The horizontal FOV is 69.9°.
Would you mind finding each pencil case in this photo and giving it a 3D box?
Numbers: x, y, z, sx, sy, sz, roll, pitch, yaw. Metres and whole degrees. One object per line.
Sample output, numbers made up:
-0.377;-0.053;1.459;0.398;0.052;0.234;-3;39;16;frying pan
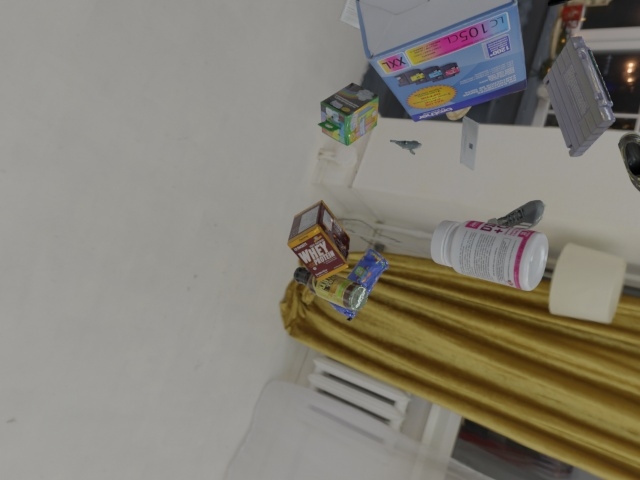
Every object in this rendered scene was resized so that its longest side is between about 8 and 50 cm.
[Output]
0.166;0.183;1.912;0.306;0.133;0.119;-53;134;-6;pencil case

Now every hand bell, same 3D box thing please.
0.402;-0.524;1.574;0.242;0.126;0.126;21;83;-29;hand bell

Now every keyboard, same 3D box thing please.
0.577;-0.371;1.775;0.014;0.072;0.256;-43;148;-15;keyboard

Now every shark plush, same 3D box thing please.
0.445;-0.509;2.378;0.073;0.161;0.067;-64;173;1;shark plush

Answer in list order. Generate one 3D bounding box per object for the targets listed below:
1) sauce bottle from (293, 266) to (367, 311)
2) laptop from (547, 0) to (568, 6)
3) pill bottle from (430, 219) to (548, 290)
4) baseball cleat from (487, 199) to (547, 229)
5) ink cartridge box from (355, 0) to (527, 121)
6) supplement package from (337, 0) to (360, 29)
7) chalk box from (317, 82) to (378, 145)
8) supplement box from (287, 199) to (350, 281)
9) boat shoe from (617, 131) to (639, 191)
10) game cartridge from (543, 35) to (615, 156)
0.026;0.179;1.809;0.111;0.344;0.112;-15;112;-42;sauce bottle
0.585;-0.545;0.826;0.136;0.264;0.234;11;87;-40;laptop
0.468;0.031;1.290;0.160;0.283;0.161;-16;112;-44;pill bottle
0.566;-0.055;1.353;0.206;0.109;0.072;114;-28;-62;baseball cleat
0.280;-0.397;0.971;0.395;0.269;0.151;12;69;-62;ink cartridge box
0.198;-0.909;1.656;0.175;0.177;0.293;-90;-158;-65;supplement package
0.086;-0.432;1.608;0.213;0.132;0.132;-39;149;-24;chalk box
0.000;0.000;1.628;0.191;0.129;0.194;51;24;-23;supplement box
0.949;-0.208;1.352;0.228;0.081;0.068;56;41;-8;boat shoe
0.909;-0.507;1.619;0.230;0.068;0.355;99;-15;-69;game cartridge
